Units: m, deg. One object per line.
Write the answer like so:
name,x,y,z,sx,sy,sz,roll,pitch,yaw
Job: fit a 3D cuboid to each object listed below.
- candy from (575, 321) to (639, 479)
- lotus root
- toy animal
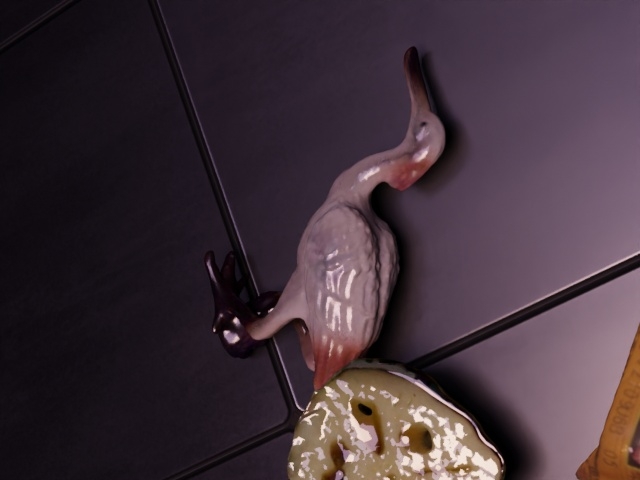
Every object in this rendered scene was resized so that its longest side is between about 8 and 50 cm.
candy,0.299,0.080,1.258,0.143,0.101,0.271,18,89,38
lotus root,0.073,0.202,1.394,0.183,0.078,0.203,-46,72,17
toy animal,0.020,0.006,1.436,0.324,0.090,0.195,-48,58,20
